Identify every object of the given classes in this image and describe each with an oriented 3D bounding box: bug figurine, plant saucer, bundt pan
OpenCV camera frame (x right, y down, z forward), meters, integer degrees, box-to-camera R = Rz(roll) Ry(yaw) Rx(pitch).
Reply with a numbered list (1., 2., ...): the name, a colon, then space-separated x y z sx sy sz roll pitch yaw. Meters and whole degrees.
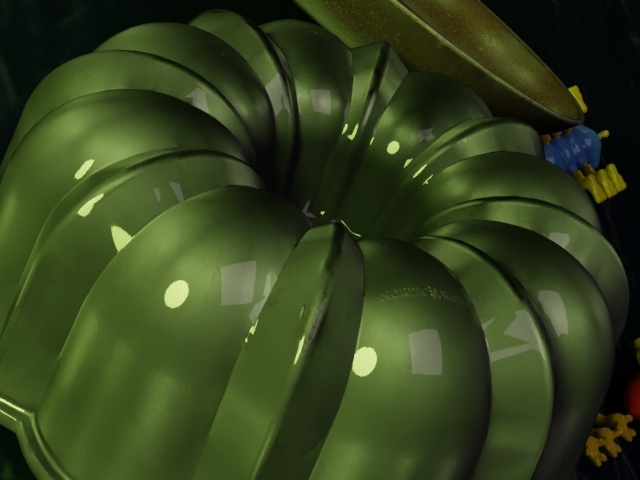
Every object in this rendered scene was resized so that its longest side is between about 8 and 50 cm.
1. bug figurine: 0.188 0.036 0.822 0.216 0.072 0.279 -21 86 -40
2. plant saucer: 0.044 -0.166 0.752 0.310 0.050 0.310 35 22 -16
3. bundt pan: 0.000 0.000 0.532 0.331 0.124 0.331 15 35 -11
